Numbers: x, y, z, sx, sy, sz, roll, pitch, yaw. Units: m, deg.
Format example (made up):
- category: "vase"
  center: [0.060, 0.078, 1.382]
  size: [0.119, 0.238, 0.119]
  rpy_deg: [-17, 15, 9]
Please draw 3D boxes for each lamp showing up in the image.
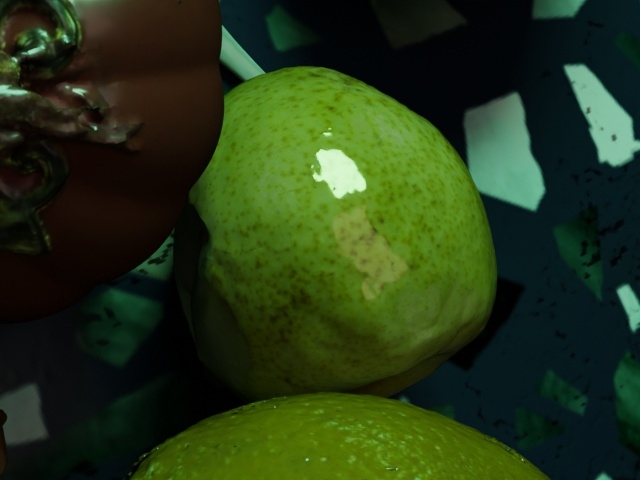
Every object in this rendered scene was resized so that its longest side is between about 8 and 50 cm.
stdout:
- category: "lamp"
  center: [-0.153, -0.073, 0.619]
  size: [0.227, 0.227, 0.227]
  rpy_deg: [8, 74, -28]

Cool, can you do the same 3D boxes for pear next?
- category: "pear"
  center: [0.000, 0.000, 0.721]
  size: [0.178, 0.178, 0.178]
  rpy_deg: [8, 74, -28]

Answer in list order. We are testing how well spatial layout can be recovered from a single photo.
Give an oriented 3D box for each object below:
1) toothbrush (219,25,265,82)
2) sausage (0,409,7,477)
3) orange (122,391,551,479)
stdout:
- category: "toothbrush"
  center: [-0.107, -0.158, 0.777]
  size: [0.386, 0.040, 0.040]
  rpy_deg: [43, 61, -10]
- category: "sausage"
  center: [-0.209, 0.106, 0.632]
  size: [0.169, 0.065, 0.065]
  rpy_deg: [-10, 83, -31]
- category: "orange"
  center: [0.008, 0.196, 0.621]
  size: [0.274, 0.274, 0.274]
  rpy_deg: [8, 74, -28]
